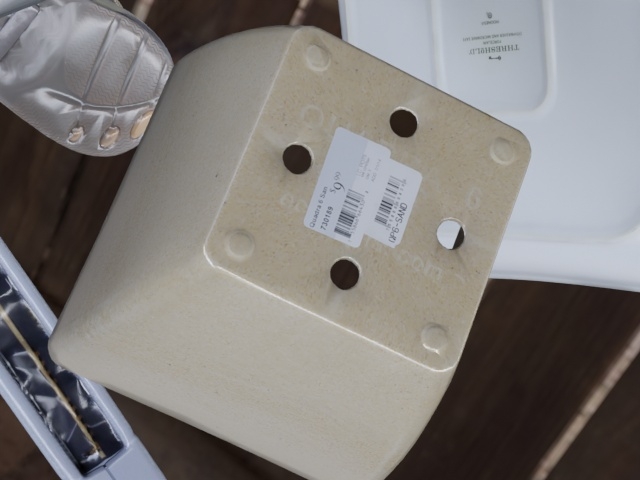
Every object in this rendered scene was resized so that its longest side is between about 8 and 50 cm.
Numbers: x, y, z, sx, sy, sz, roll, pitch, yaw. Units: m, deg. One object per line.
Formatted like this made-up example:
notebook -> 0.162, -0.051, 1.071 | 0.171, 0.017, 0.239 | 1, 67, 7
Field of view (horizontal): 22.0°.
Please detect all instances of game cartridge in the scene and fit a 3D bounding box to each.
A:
game cartridge -> -0.198, 0.045, 0.998 | 0.060, 0.196, 0.294 | -36, 105, -16

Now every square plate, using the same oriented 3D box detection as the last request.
square plate -> 0.123, -0.135, 1.082 | 0.049, 0.344, 0.347 | -14, 12, -42

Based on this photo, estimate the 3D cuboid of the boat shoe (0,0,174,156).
boat shoe -> -0.234, -0.175, 1.044 | 0.324, 0.123, 0.116 | 42, 9, -31

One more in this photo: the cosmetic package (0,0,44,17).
cosmetic package -> -0.110, -0.251, 0.835 | 0.217, 0.156, 0.385 | 64, 28, -10

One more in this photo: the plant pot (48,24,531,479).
plant pot -> 0.000, 0.000, 0.468 | 0.109, 0.096, 0.109 | 26, 70, -12
